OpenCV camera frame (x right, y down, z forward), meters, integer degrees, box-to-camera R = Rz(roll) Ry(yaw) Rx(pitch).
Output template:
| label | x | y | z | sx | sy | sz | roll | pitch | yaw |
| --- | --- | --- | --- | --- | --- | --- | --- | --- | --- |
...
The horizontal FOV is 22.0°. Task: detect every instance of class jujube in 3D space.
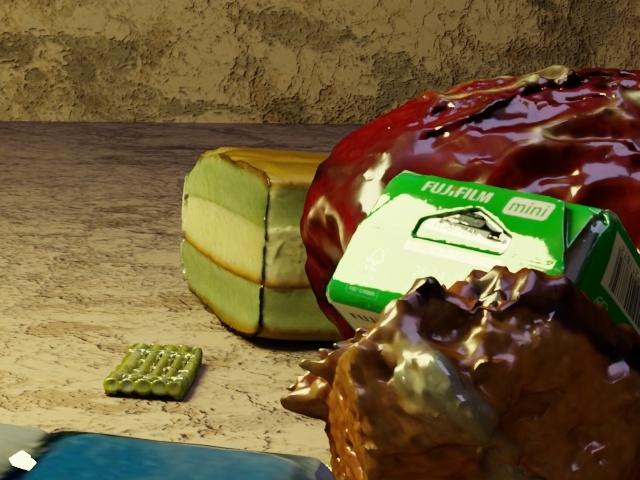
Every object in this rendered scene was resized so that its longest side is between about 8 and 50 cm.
| label | x | y | z | sx | sy | sz | roll | pitch | yaw |
| --- | --- | --- | --- | --- | --- | --- | --- | --- | --- |
| jujube | 0.168 | -0.009 | 1.289 | 0.377 | 0.258 | 0.258 | -14 | 9 | 6 |

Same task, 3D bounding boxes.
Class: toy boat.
| label | x | y | z | sx | sy | sz | roll | pitch | yaw |
| --- | --- | --- | --- | --- | --- | --- | --- | --- | --- |
| toy boat | -0.129 | 0.101 | 1.291 | 0.063 | 0.016 | 0.115 | 3 | 11 | 3 |

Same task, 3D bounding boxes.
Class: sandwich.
| label | x | y | z | sx | sy | sz | roll | pitch | yaw |
| --- | --- | --- | --- | --- | --- | --- | --- | --- | --- |
| sandwich | 0.081 | 0.124 | 0.831 | 0.250 | 0.162 | 0.301 | 17 | -20 | 24 |
| sandwich | 0.000 | -0.001 | 1.508 | 0.198 | 0.155 | 0.227 | 1 | 11 | -22 |

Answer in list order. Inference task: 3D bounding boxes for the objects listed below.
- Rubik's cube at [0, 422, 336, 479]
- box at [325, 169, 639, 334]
| label | x | y | z | sx | sy | sz | roll | pitch | yaw |
| --- | --- | --- | --- | --- | --- | --- | --- | --- | --- |
| Rubik's cube | -0.141 | 0.175 | 0.270 | 0.256 | 0.253 | 0.259 | 5 | 9 | 6 |
| box | 0.136 | 0.069 | 1.012 | 0.180 | 0.103 | 0.250 | 13 | -27 | 41 |
